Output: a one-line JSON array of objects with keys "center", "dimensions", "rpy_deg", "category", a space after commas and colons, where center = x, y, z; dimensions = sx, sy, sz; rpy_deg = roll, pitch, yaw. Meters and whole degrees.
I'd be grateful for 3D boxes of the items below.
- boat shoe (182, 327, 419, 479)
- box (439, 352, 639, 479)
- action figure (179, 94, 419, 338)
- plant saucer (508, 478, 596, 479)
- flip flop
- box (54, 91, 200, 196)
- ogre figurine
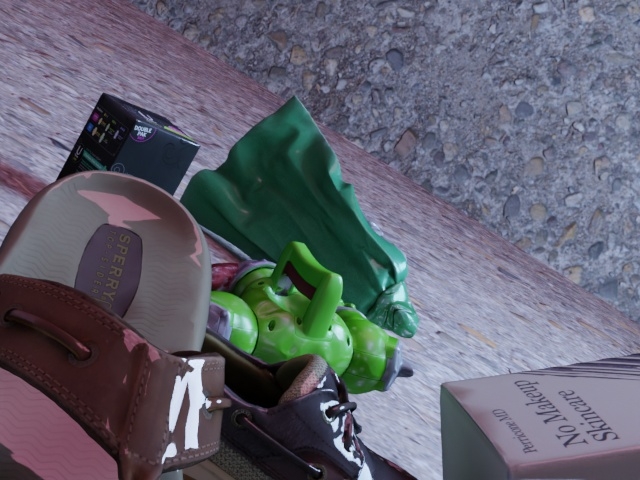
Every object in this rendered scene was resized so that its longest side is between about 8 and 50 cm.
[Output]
[{"center": [-0.018, 0.084, 0.592], "dimensions": [0.224, 0.073, 0.080], "rpy_deg": [27, 11, -8], "category": "boat shoe"}, {"center": [0.205, 0.110, 0.664], "dimensions": [0.275, 0.094, 0.113], "rpy_deg": [-7, 17, -12], "category": "box"}, {"center": [0.000, 0.000, 1.059], "dimensions": [0.232, 0.137, 0.063], "rpy_deg": [47, 4, 35], "category": "action figure"}, {"center": [0.148, 0.171, 0.332], "dimensions": [0.401, 0.100, 0.400], "rpy_deg": [8, 8, -1], "category": "plant saucer"}, {"center": [-0.074, 0.046, 0.463], "dimensions": [0.112, 0.080, 0.277], "rpy_deg": [25, 31, -15], "category": "flip flop"}, {"center": [-0.136, -0.049, 0.928], "dimensions": [0.062, 0.083, 0.052], "rpy_deg": [21, 12, -46], "category": "box"}, {"center": [-0.038, 0.043, 0.704], "dimensions": [0.197, 0.096, 0.118], "rpy_deg": [37, -9, -35], "category": "ogre figurine"}]
